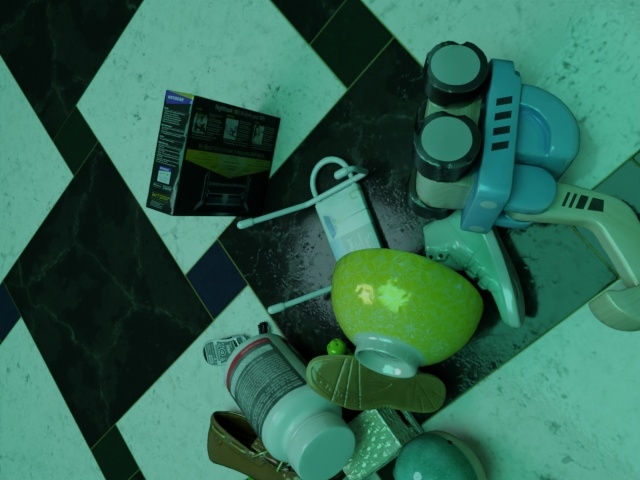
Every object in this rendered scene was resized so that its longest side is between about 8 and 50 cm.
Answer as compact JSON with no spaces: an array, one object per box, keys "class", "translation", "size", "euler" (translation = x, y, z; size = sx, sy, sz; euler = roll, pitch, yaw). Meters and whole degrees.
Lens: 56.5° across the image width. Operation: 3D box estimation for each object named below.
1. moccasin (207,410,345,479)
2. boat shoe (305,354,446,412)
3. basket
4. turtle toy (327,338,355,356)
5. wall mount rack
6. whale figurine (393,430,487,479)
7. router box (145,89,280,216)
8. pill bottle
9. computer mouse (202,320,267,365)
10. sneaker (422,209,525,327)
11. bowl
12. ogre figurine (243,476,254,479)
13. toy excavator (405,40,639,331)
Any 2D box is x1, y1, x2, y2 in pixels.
[{"class":"moccasin","translation":[-0.105,0.469,1.365],"size":[0.379,0.139,0.147],"euler":[5,103,40]},{"class":"boat shoe","translation":[0.104,0.282,1.185],"size":[0.276,0.096,0.098],"euler":[13,92,-6]},{"class":"basket","translation":[0.110,0.414,1.243],"size":[0.167,0.103,0.113],"euler":[-47,68,24]},{"class":"turtle toy","translation":[0.053,0.276,1.294],"size":[0.095,0.066,0.130],"euler":[-23,80,29]},{"class":"wall mount rack","translation":[0.000,0.000,1.279],"size":[0.304,0.130,0.350],"euler":[-27,78,29]},{"class":"whale figurine","translation":[0.206,0.501,1.127],"size":[0.216,0.141,0.272],"euler":[27,114,44]},{"class":"router box","translation":[-0.224,-0.177,1.301],"size":[0.081,0.308,0.243],"euler":[17,100,28]},{"class":"pill bottle","translation":[-0.065,0.343,1.240],"size":[0.318,0.176,0.176],"euler":[37,111,51]},{"class":"computer mouse","translation":[-0.204,0.263,1.463],"size":[0.192,0.042,0.106],"euler":[-11,91,25]},{"class":"sneaker","translation":[0.284,0.062,1.132],"size":[0.151,0.094,0.256],"euler":[-25,69,23]},{"class":"bowl","translation":[0.139,0.157,1.094],"size":[0.289,0.289,0.156],"euler":[4,57,30]},{"class":"ogre figurine","translation":[-0.186,0.676,1.435],"size":[0.118,0.097,0.197],"euler":[-15,95,19]},{"class":"toy excavator","translation":[0.369,-0.093,1.000],"size":[0.444,0.222,0.433],"euler":[8,70,8]}]
